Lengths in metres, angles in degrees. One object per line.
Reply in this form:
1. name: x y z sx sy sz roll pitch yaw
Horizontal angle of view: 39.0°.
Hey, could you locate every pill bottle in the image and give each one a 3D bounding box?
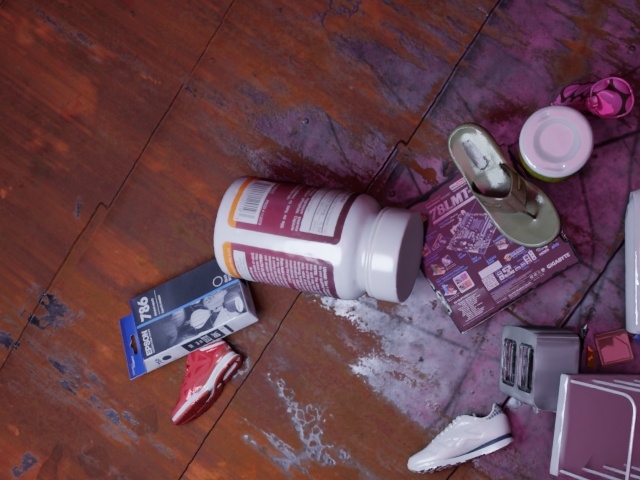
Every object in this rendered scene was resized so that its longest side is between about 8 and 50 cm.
1. pill bottle: 0.000 0.000 1.865 0.391 0.224 0.224 11 92 20
2. pill bottle: 0.461 -0.184 1.788 0.136 0.245 0.137 0 90 12

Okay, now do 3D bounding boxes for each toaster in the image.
1. toaster: 0.446 0.249 1.819 0.110 0.168 0.186 4 91 -14

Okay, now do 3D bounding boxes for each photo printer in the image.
1. photo printer: 0.740 0.032 1.801 0.255 0.107 0.308 0 90 11

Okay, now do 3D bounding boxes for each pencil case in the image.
1. pencil case: 0.537 -0.274 1.793 0.098 0.209 0.095 -1 93 -5

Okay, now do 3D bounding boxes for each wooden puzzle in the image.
1. wooden puzzle: 0.608 0.224 1.875 0.116 0.014 0.079 -8 92 11

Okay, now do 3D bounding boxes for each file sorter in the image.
1. file sorter: 0.604 0.364 1.720 0.173 0.277 0.193 7 91 56

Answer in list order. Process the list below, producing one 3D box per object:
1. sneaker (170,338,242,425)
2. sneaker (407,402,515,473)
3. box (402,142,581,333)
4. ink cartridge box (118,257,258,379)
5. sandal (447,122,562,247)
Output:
1. sneaker: -0.281 0.302 2.034 0.221 0.087 0.128 -48 65 7
2. sneaker: 0.289 0.425 1.911 0.235 0.090 0.095 -22 73 7
3. box: 0.342 -0.004 1.900 0.295 0.073 0.293 -34 82 10
4. ink cartridge box: -0.311 0.168 2.005 0.332 0.065 0.165 -27 59 10
5. sandal: 0.355 -0.105 1.809 0.120 0.086 0.303 -44 79 20
